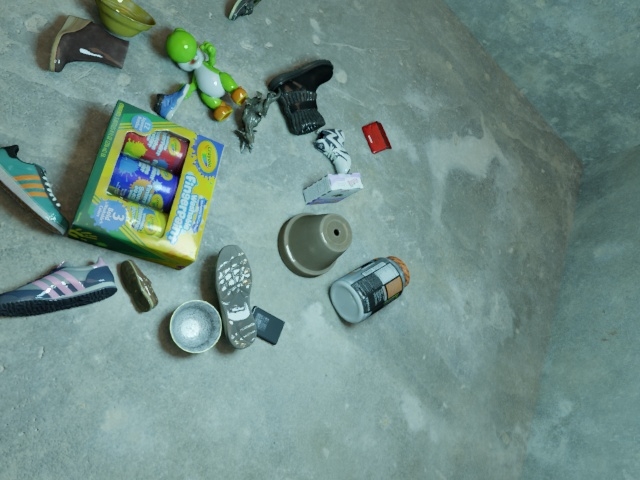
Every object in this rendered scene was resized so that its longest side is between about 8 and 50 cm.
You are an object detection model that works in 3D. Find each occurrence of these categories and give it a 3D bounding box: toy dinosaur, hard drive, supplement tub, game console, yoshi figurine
[{"bbox_3d":[-0.257,-0.510,1.869,0.121,0.160,0.313,28,57,-18],"label":"toy dinosaur"},{"bbox_3d":[-0.202,0.311,1.726,0.135,0.022,0.094,33,60,-21],"label":"hard drive"},{"bbox_3d":[0.211,0.190,1.935,0.316,0.194,0.193,-25,90,-37],"label":"supplement tub"},{"bbox_3d":[0.275,-0.497,2.299,0.124,0.085,0.143,-23,89,-5],"label":"game console"},{"bbox_3d":[-0.445,-0.628,1.748,0.362,0.203,0.203,50,62,-8],"label":"yoshi figurine"}]

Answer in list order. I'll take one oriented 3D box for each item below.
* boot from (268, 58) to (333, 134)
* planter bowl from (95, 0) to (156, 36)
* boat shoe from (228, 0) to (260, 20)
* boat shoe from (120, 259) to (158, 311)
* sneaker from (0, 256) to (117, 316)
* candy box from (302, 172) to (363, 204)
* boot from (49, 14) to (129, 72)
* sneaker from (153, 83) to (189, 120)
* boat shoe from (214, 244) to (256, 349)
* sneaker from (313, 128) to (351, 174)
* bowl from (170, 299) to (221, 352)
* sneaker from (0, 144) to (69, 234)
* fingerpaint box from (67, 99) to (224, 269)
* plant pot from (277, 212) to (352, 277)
[{"bbox_3d":[-0.033,-0.615,2.050,0.348,0.131,0.260,-31,87,-26],"label":"boot"},{"bbox_3d":[-0.699,-0.780,1.658,0.217,0.090,0.217,29,26,-16],"label":"planter bowl"},{"bbox_3d":[-0.315,-1.000,2.013,0.073,0.080,0.223,34,55,-15],"label":"boat shoe"},{"bbox_3d":[-0.576,0.141,1.509,0.177,0.064,0.060,63,23,-3],"label":"boat shoe"},{"bbox_3d":[-0.769,0.130,1.365,0.319,0.112,0.131,-8,64,-38],"label":"sneaker"},{"bbox_3d":[0.050,-0.211,1.946,0.165,0.196,0.070,-7,80,-36],"label":"candy box"},{"bbox_3d":[-0.771,-0.629,1.586,0.207,0.090,0.248,20,62,-25],"label":"boot"},{"bbox_3d":[-0.541,-0.516,1.701,0.085,0.058,0.152,33,96,-19],"label":"sneaker"},{"bbox_3d":[-0.311,0.194,1.625,0.133,0.130,0.355,-1,82,-31],"label":"boat shoe"},{"bbox_3d":[0.040,-0.387,2.058,0.153,0.094,0.234,2,75,-32],"label":"sneaker"},{"bbox_3d":[-0.419,0.285,1.552,0.170,0.080,0.170,10,71,-31],"label":"bowl"},{"bbox_3d":[-0.836,-0.155,1.388,0.302,0.108,0.121,49,60,-11],"label":"sneaker"},{"bbox_3d":[-0.553,-0.173,1.549,0.371,0.163,0.444,21,65,-27],"label":"fingerpaint box"},{"bbox_3d":[0.000,0.000,1.830,0.263,0.229,0.262,10,72,-32],"label":"plant pot"}]
